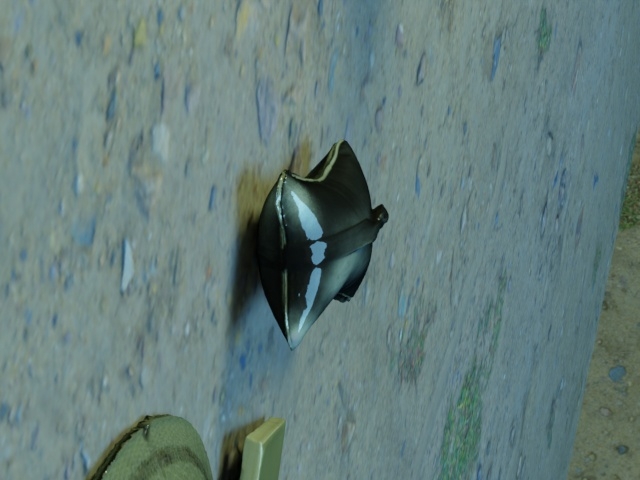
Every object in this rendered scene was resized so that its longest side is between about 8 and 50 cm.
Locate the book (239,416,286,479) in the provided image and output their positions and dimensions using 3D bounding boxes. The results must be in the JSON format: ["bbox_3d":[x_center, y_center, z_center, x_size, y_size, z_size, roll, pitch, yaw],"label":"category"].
[{"bbox_3d":[-0.038,0.157,0.924,0.077,0.014,0.111,-21,119,-82],"label":"book"}]

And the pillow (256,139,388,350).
[{"bbox_3d":[-0.002,0.000,0.913,0.091,0.055,0.136,-67,168,19],"label":"pillow"}]

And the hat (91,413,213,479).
[{"bbox_3d":[-0.045,0.211,0.764,0.252,0.110,0.252,8,90,-76],"label":"hat"}]
